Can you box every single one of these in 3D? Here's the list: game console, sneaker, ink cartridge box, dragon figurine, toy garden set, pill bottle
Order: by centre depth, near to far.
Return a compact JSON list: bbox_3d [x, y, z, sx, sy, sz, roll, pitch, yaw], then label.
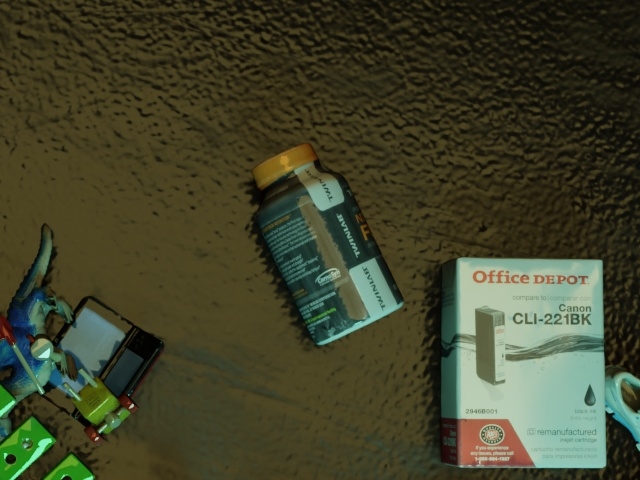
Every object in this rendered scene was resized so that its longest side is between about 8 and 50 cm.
[{"bbox_3d":[-0.362,0.200,1.791,0.204,0.049,0.244,-43,105,-5],"label":"toy garden set"},{"bbox_3d":[-0.389,0.118,1.873,0.144,0.085,0.289,-9,79,4],"label":"dragon figurine"},{"bbox_3d":[-0.287,0.158,1.894,0.085,0.124,0.144,38,81,-29],"label":"game console"},{"bbox_3d":[0.000,0.000,1.918,0.130,0.130,0.246,-25,88,-9],"label":"pill bottle"},{"bbox_3d":[0.262,0.157,1.941,0.197,0.114,0.273,1,83,-6],"label":"ink cartridge box"},{"bbox_3d":[0.442,0.241,1.972,0.190,0.083,0.071,42,79,-3],"label":"sneaker"}]
